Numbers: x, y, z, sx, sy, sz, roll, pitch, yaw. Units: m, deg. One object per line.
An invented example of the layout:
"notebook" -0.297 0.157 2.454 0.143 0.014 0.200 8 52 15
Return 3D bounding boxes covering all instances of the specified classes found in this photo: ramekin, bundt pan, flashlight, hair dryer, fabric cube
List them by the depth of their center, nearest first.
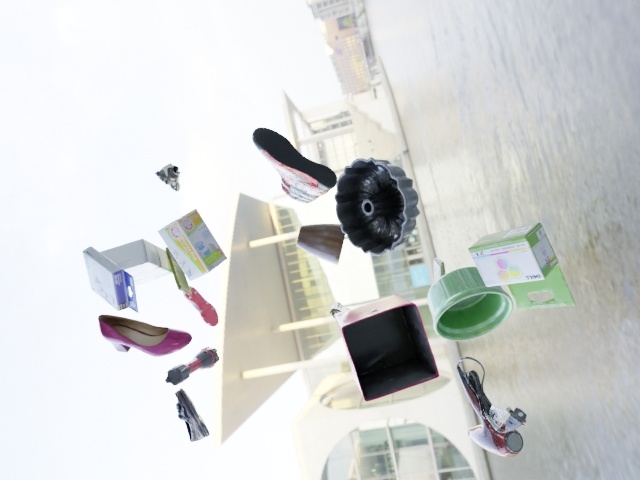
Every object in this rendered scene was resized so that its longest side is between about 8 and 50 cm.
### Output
"hair dryer" 0.440 0.450 1.231 0.223 0.080 0.293 -125 25 -48
"bundt pan" 0.201 -0.121 1.583 0.124 0.331 0.330 -16 -86 -37
"fabric cube" 0.210 0.345 1.586 0.258 0.254 0.259 -164 56 -87
"ramekin" 0.562 0.239 1.813 0.148 0.304 0.303 -103 -7 -45
"flashlight" -0.569 0.565 2.130 0.304 0.103 0.103 -7 -69 -76

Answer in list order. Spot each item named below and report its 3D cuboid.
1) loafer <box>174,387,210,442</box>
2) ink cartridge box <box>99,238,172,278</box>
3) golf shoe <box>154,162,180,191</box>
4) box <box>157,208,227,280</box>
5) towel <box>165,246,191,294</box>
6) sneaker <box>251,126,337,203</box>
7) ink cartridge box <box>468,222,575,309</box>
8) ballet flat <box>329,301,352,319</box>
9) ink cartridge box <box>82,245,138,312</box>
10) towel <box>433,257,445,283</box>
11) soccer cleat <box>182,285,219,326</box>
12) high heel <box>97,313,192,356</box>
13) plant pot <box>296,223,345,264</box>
"loafer" -0.590 0.792 2.106 0.109 0.095 0.302 33 147 55
"ink cartridge box" -0.832 0.104 2.154 0.289 0.211 0.121 72 180 -75
"golf shoe" -0.642 -0.277 2.066 0.077 0.094 0.198 41 174 7
"box" -0.426 0.014 1.577 0.203 0.103 0.114 60 -148 -10
"towel" -0.652 0.138 2.173 0.237 0.021 0.102 63 -171 28
"sneaker" -0.098 -0.198 1.325 0.270 0.145 0.090 29 -123 -20
"ink cartridge box" 0.563 0.098 1.320 0.097 0.189 0.255 -31 -83 -35
"ballet flat" 0.105 0.354 2.214 0.248 0.086 0.086 -166 60 -70
"ink cartridge box" -0.778 0.159 1.747 0.045 0.224 0.223 -43 -25 -43
"towel" 0.494 0.149 1.945 0.110 0.027 0.148 -99 3 -79
"soccer cleat" -0.594 0.327 2.352 0.248 0.083 0.095 48 161 0
"high heel" -0.702 0.363 1.869 0.127 0.377 0.181 -80 -22 -53
"plant pot" 0.000 0.000 2.412 0.215 0.231 0.215 12 -90 -90
